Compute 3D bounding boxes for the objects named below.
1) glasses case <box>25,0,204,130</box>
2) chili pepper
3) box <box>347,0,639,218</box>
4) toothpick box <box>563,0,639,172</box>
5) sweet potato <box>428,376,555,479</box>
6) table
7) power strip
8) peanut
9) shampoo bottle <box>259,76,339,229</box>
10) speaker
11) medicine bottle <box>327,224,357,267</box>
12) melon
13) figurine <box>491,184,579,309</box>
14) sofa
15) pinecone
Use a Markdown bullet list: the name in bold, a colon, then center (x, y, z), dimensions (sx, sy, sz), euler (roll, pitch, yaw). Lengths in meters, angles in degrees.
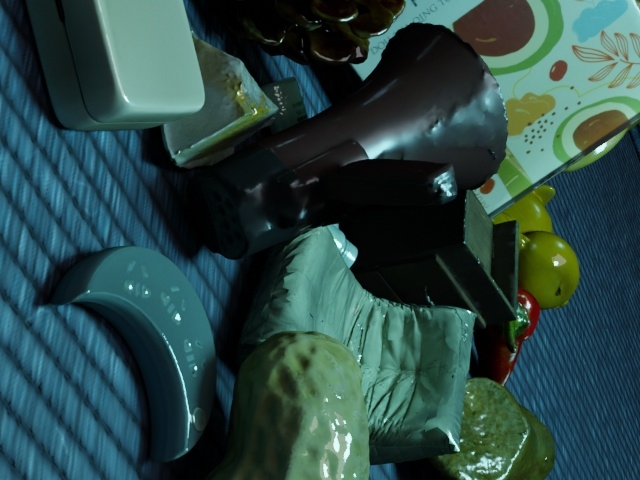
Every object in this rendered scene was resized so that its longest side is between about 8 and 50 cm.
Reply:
- **glasses case**: center (-0.202, -0.267, 0.923), dimensions (0.144, 0.076, 0.336), euler (-12, 89, -64)
- **chili pepper**: center (0.270, 0.138, 1.509), dimensions (0.368, 0.092, 0.137), euler (67, 15, -69)
- **box**: center (0.232, -0.260, 1.387), dimensions (0.385, 0.345, 0.122), euler (51, 10, -26)
- **toothpick box**: center (0.361, -0.337, 1.673), dimensions (0.409, 0.409, 0.425), euler (-30, 108, -62)
- **sweet potato**: center (0.240, 0.288, 1.452), dimensions (0.370, 0.158, 0.157), euler (39, 44, -60)
- **table**: center (0.125, 0.016, 1.289), dimensions (0.169, 0.193, 0.172), euler (51, 36, -41)
- **power strip**: center (-0.142, 0.094, 0.905), dimensions (0.216, 0.044, 0.137), euler (62, 29, -25)
- **peanut**: center (-0.036, 0.226, 0.913), dimensions (0.152, 0.152, 0.313), euler (38, 60, -51)
- **shampoo bottle**: center (-0.023, -0.095, 1.225), dimensions (0.069, 0.041, 0.190), euler (-37, 111, -65)
- **speaker**: center (0.057, -0.066, 1.059), dimensions (0.329, 0.259, 0.198), euler (-35, 143, -37)
- **medicine bottle**: center (0.000, 0.000, 1.196), dimensions (0.083, 0.047, 0.047), euler (39, 41, -24)
- **melon**: center (-0.101, -0.150, 1.052), dimensions (0.139, 0.093, 0.202), euler (66, 24, -4)
- **figurine**: center (0.296, 0.006, 1.621), dimensions (0.215, 0.215, 0.228), euler (48, 36, -43)
- **sofa**: center (0.040, 0.101, 1.106), dimensions (0.225, 0.176, 0.210), euler (58, 32, -32)
- **pinecone**: center (-0.005, -0.322, 1.138), dimensions (0.244, 0.309, 0.244), euler (10, 65, -23)
